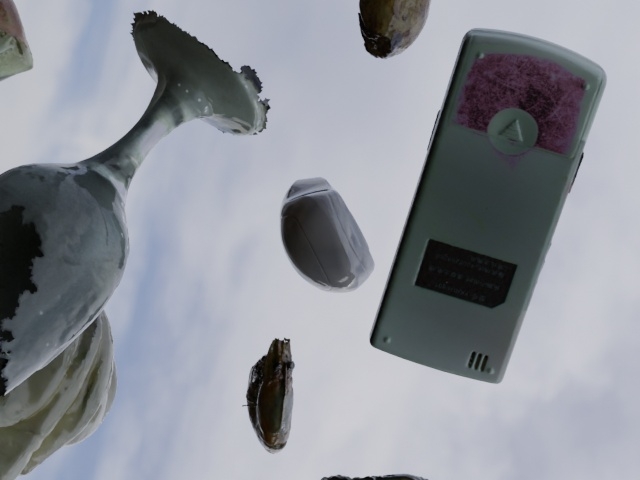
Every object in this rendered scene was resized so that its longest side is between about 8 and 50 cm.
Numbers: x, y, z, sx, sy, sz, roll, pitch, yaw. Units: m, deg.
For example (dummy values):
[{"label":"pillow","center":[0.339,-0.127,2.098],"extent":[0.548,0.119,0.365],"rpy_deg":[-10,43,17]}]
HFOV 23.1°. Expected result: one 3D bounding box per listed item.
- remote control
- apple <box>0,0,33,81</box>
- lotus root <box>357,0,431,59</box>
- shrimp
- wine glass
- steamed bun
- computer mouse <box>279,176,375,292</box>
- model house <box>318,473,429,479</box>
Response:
[{"label":"remote control","center":[0.160,-0.031,1.514],"extent":[0.050,0.145,0.344],"rpy_deg":[-70,178,-70]},{"label":"apple","center":[-0.516,-0.297,2.217],"extent":[0.173,0.188,0.207],"rpy_deg":[66,-16,0]},{"label":"lotus root","center":[0.090,-0.354,2.022],"extent":[0.110,0.097,0.258],"rpy_deg":[60,23,-65]},{"label":"shrimp","center":[-0.074,0.207,2.157],"extent":[0.115,0.051,0.217],"rpy_deg":[50,-32,34]},{"label":"wine glass","center":[-0.182,-0.029,1.211],"extent":[0.321,0.143,0.143],"rpy_deg":[-53,-170,-24]},{"label":"steamed bun","center":[-0.341,0.096,1.674],"extent":[0.268,0.280,0.207],"rpy_deg":[-43,162,-46]},{"label":"computer mouse","center":[0.000,0.000,2.477],"extent":[0.184,0.121,0.297],"rpy_deg":[60,-3,-14]},{"label":"model house","center":[0.074,0.364,1.917],"extent":[0.172,0.183,0.166],"rpy_deg":[29,52,-77]}]
